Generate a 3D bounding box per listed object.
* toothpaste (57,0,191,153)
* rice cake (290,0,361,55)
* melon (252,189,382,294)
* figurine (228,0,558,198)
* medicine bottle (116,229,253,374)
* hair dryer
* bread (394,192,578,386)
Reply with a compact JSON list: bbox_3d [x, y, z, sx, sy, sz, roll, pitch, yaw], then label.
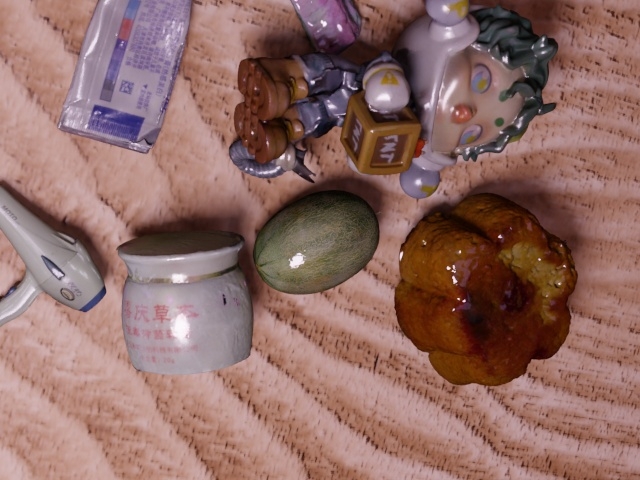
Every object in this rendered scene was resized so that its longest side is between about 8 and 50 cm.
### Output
[{"bbox_3d":[-0.193,-0.238,1.184,0.099,0.068,0.282,21,103,4],"label":"toothpaste"},{"bbox_3d":[-0.028,-0.345,1.232,0.081,0.051,0.290,-30,111,-15],"label":"rice cake"},{"bbox_3d":[0.000,0.000,1.283,0.167,0.114,0.114,-28,110,-14],"label":"melon"},{"bbox_3d":[0.101,-0.169,1.239,0.382,0.186,0.261,-13,143,-26],"label":"figurine"},{"bbox_3d":[-0.150,0.064,1.212,0.147,0.147,0.143,-9,103,-22],"label":"medicine bottle"},{"bbox_3d":[-0.354,0.037,1.184,0.199,0.067,0.167,-28,102,0],"label":"hair dryer"},{"bbox_3d":[0.214,0.056,1.374,0.232,0.135,0.246,-38,114,-16],"label":"bread"}]
